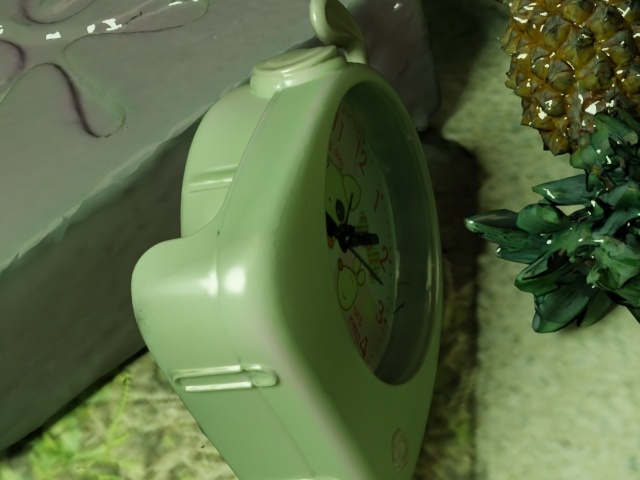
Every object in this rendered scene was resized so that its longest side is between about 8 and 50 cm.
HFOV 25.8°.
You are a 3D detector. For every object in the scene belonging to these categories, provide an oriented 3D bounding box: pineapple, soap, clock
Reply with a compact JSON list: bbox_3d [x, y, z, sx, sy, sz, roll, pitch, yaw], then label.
[{"bbox_3d":[0.116,-0.058,0.602,0.083,0.103,0.221,-32,40,36],"label":"pineapple"},{"bbox_3d":[-0.141,-0.076,0.690,0.285,0.107,0.296,-41,51,-15],"label":"soap"},{"bbox_3d":[0.000,0.000,0.553,0.062,0.151,0.191,-7,45,24],"label":"clock"}]

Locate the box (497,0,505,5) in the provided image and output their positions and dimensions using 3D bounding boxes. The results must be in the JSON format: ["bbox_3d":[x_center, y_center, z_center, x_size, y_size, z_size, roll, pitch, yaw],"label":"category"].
[{"bbox_3d":[0.006,-0.208,0.679,0.215,0.215,0.086,39,108,38],"label":"box"}]
